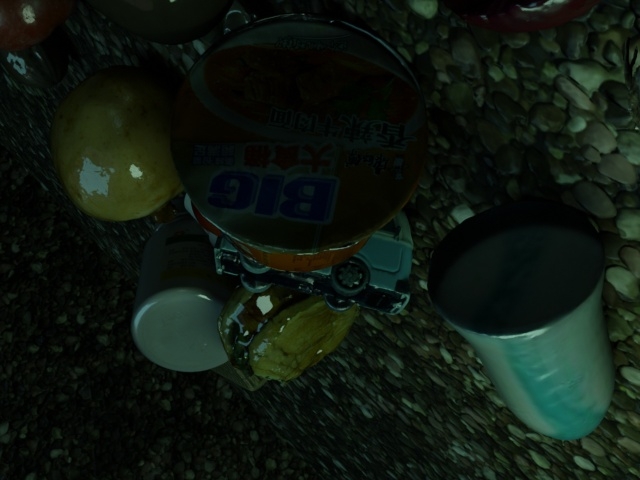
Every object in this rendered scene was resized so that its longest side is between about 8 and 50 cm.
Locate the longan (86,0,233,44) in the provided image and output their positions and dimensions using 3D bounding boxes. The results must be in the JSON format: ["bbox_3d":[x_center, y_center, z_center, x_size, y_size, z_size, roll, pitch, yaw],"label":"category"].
[{"bbox_3d":[-0.201,-0.346,0.913,0.246,0.215,0.246,159,90,-81],"label":"longan"}]

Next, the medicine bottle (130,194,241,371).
[{"bbox_3d":[-0.250,0.070,1.539,0.339,0.208,0.208,-96,-15,-53],"label":"medicine bottle"}]

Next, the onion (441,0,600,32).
[{"bbox_3d":[0.131,-0.260,0.506,0.248,0.161,0.248,36,145,31],"label":"onion"}]

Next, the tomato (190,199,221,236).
[{"bbox_3d":[-0.115,-0.070,1.267,0.195,0.195,0.136,26,115,45],"label":"tomato"}]

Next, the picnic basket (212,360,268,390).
[{"bbox_3d":[-0.190,0.171,1.745,0.313,0.228,0.175,9,137,58],"label":"picnic basket"}]

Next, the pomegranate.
[{"bbox_3d":[-0.363,-0.181,1.440,0.307,0.307,0.307,40,157,21],"label":"pomegranate"}]

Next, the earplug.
[{"bbox_3d":[0.260,0.126,0.919,0.185,0.185,0.324,26,156,44],"label":"earplug"}]

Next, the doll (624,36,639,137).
[{"bbox_3d":[0.280,-0.132,0.507,0.115,0.105,0.221,48,160,6],"label":"doll"}]

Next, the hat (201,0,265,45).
[{"bbox_3d":[-0.118,-0.279,1.099,0.166,0.144,0.173,58,-159,-11],"label":"hat"}]

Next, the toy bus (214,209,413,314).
[{"bbox_3d":[0.000,0.000,1.107,0.271,0.164,0.133,14,161,-1],"label":"toy bus"}]

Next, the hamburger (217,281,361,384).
[{"bbox_3d":[-0.052,0.126,1.356,0.134,0.265,0.285,42,156,22],"label":"hamburger"}]

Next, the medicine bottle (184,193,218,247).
[{"bbox_3d":[-0.137,-0.023,1.442,0.237,0.139,0.139,45,159,24],"label":"medicine bottle"}]

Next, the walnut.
[{"bbox_3d":[-0.630,-0.414,1.715,0.140,0.140,0.162,14,136,55],"label":"walnut"}]

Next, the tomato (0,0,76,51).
[{"bbox_3d":[-0.557,-0.454,1.420,0.208,0.208,0.184,15,148,55],"label":"tomato"}]

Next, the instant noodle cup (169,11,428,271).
[{"bbox_3d":[-0.026,-0.092,0.947,0.296,0.296,0.214,44,166,11],"label":"instant noodle cup"}]
